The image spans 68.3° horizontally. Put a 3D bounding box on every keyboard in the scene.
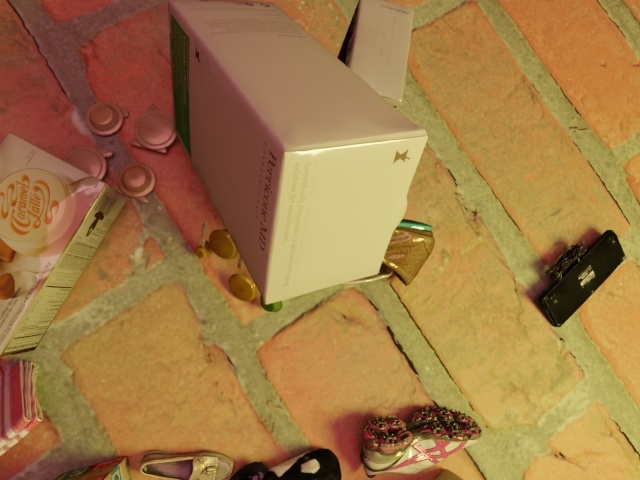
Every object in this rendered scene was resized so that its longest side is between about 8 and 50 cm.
[{"bbox_3d":[0.432,0.051,0.799,0.192,0.038,0.100,-39,111,-15],"label":"keyboard"}]

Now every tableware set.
[{"bbox_3d":[-0.113,0.040,0.684,0.154,0.104,0.024,30,36,8],"label":"tableware set"},{"bbox_3d":[-0.300,-0.138,0.712,0.141,0.020,0.168,19,79,-5],"label":"tableware set"}]

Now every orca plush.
[{"bbox_3d":[-0.085,0.379,0.599,0.287,0.102,0.151,-19,86,-17],"label":"orca plush"}]

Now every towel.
[{"bbox_3d":[-0.421,0.248,0.565,0.197,0.144,0.029,-44,124,-13],"label":"towel"}]

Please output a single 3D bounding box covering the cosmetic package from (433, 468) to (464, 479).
[{"bbox_3d":[0.119,0.462,0.599,0.309,0.160,0.113,-38,87,-15],"label":"cosmetic package"}]

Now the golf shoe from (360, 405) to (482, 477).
[{"bbox_3d":[0.145,0.296,0.690,0.186,0.067,0.085,-1,111,-14],"label":"golf shoe"}]

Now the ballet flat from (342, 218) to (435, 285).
[{"bbox_3d":[0.000,0.000,0.703,0.343,0.116,0.124,13,97,-11],"label":"ballet flat"}]

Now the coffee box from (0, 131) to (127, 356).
[{"bbox_3d":[-0.392,0.008,0.620,0.141,0.098,0.246,29,81,-3],"label":"coffee box"}]

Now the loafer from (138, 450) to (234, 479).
[{"bbox_3d":[-0.181,0.310,0.637,0.125,0.039,0.045,7,78,-8],"label":"loafer"}]

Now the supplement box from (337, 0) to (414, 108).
[{"bbox_3d":[0.050,-0.207,0.669,0.073,0.239,0.130,11,78,-8],"label":"supplement box"}]

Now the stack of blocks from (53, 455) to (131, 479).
[{"bbox_3d":[-0.259,0.428,0.535,0.087,0.171,0.297,-11,82,-11],"label":"stack of blocks"}]

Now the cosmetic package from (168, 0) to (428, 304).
[{"bbox_3d":[-0.058,-0.130,0.565,0.155,0.196,0.365,-11,45,-25],"label":"cosmetic package"}]
